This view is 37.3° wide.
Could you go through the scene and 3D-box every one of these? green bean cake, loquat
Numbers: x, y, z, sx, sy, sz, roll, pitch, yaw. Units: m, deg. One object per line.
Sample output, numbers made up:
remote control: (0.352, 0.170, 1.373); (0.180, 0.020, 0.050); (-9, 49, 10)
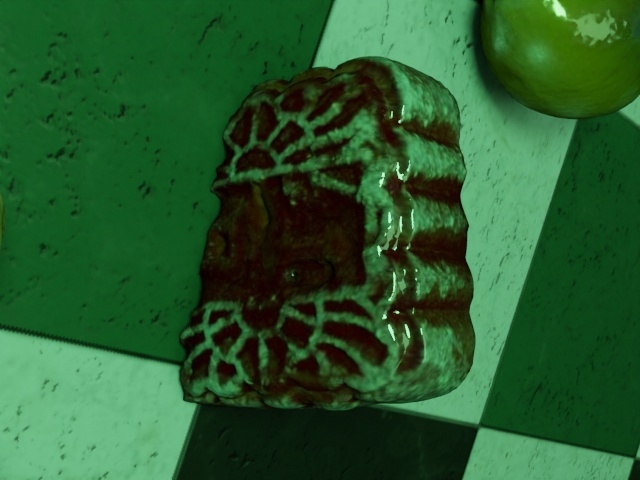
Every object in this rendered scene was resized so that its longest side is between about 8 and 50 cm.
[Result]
green bean cake: (0.000, 0.000, 0.646); (0.097, 0.199, 0.232); (8, 80, -53)
loquat: (0.206, -0.179, 0.786); (0.195, 0.152, 0.152); (14, 92, -37)

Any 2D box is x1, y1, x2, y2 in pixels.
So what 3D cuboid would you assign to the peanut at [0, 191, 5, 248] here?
peanut: (-0.265, 0.019, 0.410); (0.275, 0.111, 0.125); (-14, 115, -40)
